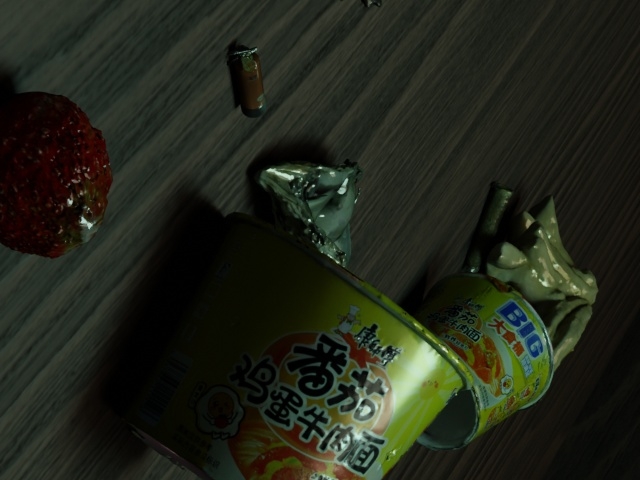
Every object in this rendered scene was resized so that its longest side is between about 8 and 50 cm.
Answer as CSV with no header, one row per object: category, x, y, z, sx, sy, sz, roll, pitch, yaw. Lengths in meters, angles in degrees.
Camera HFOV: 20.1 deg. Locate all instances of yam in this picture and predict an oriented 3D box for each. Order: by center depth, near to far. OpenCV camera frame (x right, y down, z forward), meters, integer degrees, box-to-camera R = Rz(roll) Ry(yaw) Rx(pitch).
yam,0.223,-0.016,2.441,0.027,0.033,0.129,-98,-152,-69

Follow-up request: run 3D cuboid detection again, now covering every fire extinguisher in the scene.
fire extinguisher,-0.060,-0.130,1.451,0.028,0.022,0.083,-29,151,-13

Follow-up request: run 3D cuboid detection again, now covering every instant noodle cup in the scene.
instant noodle cup,-0.028,0.129,1.522,0.200,0.264,0.264,-56,161,-10
instant noodle cup,0.167,0.157,2.247,0.153,0.205,0.205,-33,144,-43

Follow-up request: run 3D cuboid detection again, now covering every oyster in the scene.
oyster,0.003,0.001,1.696,0.252,0.087,0.199,-44,144,-67

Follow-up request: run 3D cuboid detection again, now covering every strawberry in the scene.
strawberry,-0.170,-0.040,1.114,0.106,0.106,0.106,-55,160,-32

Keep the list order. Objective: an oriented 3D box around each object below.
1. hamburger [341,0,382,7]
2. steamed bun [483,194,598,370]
hamburger,0.028,-0.323,1.268,0.211,0.132,0.309,-24,134,-65
steamed bun,0.287,0.080,2.528,0.247,0.189,0.428,-44,178,14
